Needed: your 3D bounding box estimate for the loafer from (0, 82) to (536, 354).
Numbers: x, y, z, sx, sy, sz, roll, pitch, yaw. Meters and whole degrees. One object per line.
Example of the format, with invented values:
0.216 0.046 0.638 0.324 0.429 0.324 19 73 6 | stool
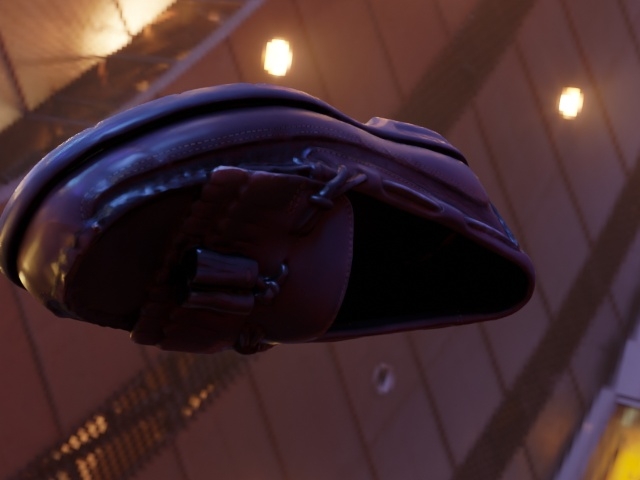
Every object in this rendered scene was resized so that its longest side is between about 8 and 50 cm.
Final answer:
0.000 0.000 0.626 0.302 0.095 0.109 -5 -48 -54 | loafer
